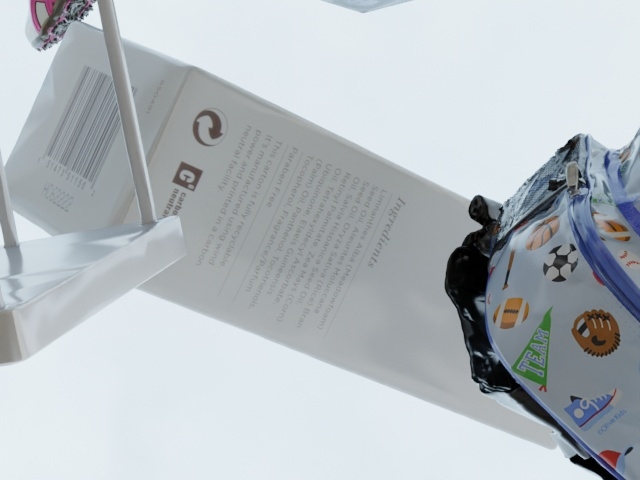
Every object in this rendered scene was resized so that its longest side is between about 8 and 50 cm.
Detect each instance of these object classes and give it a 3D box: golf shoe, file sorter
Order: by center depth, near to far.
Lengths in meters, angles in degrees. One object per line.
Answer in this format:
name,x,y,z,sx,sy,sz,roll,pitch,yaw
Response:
file sorter,-0.225,-0.036,0.663,0.278,0.193,0.173,-10,-83,13
golf shoe,-0.244,-0.257,1.591,0.086,0.067,0.186,40,-47,9

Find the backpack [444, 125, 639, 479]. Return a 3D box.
backpack,0.229,0.057,1.113,0.276,0.263,0.213,35,-61,-4

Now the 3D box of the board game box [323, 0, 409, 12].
board game box,0.083,-0.268,1.576,0.243,0.165,0.042,-10,-101,39

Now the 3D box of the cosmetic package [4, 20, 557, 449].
cosmetic package,0.000,0.000,1.359,0.230,0.453,0.161,28,-86,57
